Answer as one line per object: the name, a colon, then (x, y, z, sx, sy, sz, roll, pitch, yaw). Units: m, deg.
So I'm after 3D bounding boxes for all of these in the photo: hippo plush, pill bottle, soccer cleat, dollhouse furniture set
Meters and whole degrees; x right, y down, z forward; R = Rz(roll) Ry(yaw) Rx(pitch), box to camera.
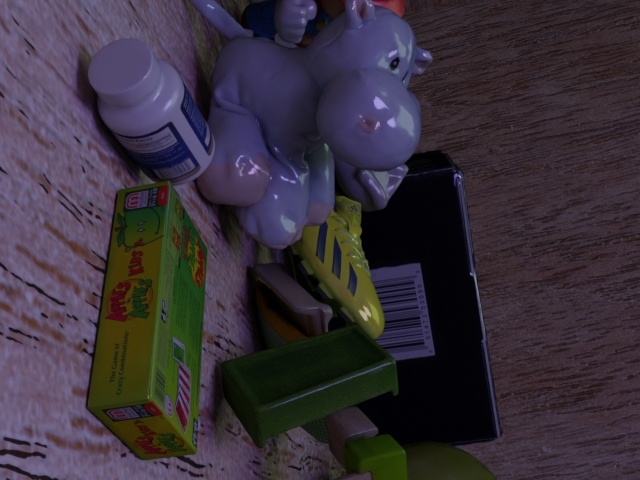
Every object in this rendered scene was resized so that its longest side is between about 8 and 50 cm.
hippo plush: (0.012, -0.149, 0.884, 0.234, 0.237, 0.294, 28, 52, -57)
pill bottle: (-0.130, -0.098, 0.616, 0.120, 0.067, 0.067, 66, 17, -62)
soccer cleat: (0.014, -0.001, 1.009, 0.289, 0.121, 0.093, 55, -10, 36)
dollhouse furniture set: (-0.046, 0.171, 0.893, 0.301, 0.151, 0.197, 38, -41, 57)

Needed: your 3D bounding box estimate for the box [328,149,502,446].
box: (0.154, 0.092, 1.555, 0.472, 0.298, 0.479, -51, 132, -78)

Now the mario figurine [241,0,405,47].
mario figurine: (0.014, -0.295, 1.067, 0.170, 0.320, 0.198, 38, 71, -22)

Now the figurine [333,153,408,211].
figurine: (0.001, -0.148, 1.150, 0.209, 0.092, 0.215, 39, 1, -24)

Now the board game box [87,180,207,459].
board game box: (-0.121, 0.056, 0.587, 0.092, 0.043, 0.181, 71, 13, -52)

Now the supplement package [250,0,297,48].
supplement package: (0.002, -0.407, 1.406, 0.262, 0.204, 0.145, 68, 16, -59)

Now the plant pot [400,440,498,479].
plant pot: (0.106, 0.420, 1.108, 0.293, 0.275, 0.274, 26, 53, -61)

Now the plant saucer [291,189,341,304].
plant saucer: (0.000, 0.000, 1.208, 0.188, 0.045, 0.188, -177, -105, -71)
